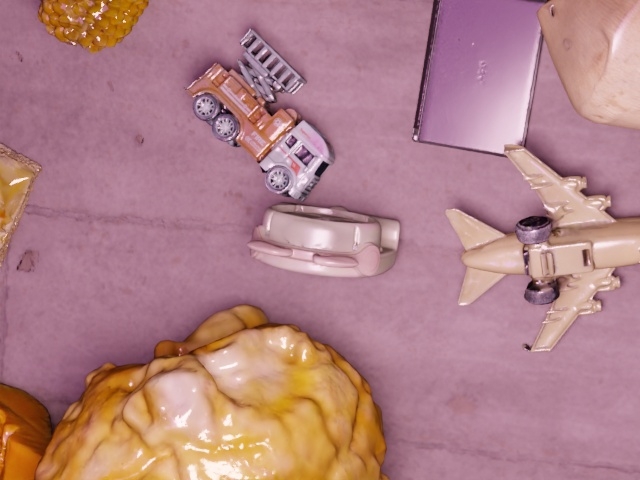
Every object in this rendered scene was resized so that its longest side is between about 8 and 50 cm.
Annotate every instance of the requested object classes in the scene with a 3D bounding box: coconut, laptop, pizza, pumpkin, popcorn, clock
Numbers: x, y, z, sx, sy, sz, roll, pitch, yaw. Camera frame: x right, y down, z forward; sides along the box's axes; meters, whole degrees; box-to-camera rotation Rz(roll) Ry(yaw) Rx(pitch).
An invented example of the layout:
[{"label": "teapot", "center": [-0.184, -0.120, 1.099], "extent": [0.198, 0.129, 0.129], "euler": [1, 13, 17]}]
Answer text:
[{"label": "coconut", "center": [0.332, -0.217, 1.766], "extent": [0.224, 0.224, 0.224], "euler": [1, 96, 13]}, {"label": "laptop", "center": [0.177, -0.188, 1.898], "extent": [0.129, 0.016, 0.180], "euler": [11, 99, 12]}, {"label": "pizza", "center": [-0.449, -0.047, 2.030], "extent": [0.204, 0.080, 0.188], "euler": [33, 102, 10]}, {"label": "pumpkin", "center": [-0.369, 0.253, 2.006], "extent": [0.248, 0.126, 0.131], "euler": [33, 105, 20]}, {"label": "popcorn", "center": [-0.110, 0.270, 1.843], "extent": [0.354, 0.344, 0.390], "euler": [16, 92, 17]}, {"label": "clock", "center": [0.000, 0.000, 1.868], "extent": [0.151, 0.191, 0.062], "euler": [10, 98, 12]}]

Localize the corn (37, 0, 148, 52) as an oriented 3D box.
[{"label": "corn", "center": [-0.199, -0.398, 1.907], "extent": [0.144, 0.144, 0.387], "euler": [29, 105, 9]}]

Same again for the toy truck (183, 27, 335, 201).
[{"label": "toy truck", "center": [-0.055, -0.136, 1.929], "extent": [0.115, 0.080, 0.178], "euler": [-44, 83, 4]}]

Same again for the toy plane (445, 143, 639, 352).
[{"label": "toy plane", "center": [0.269, 0.009, 1.858], "extent": [0.256, 0.104, 0.242], "euler": [-2, 110, 20]}]
